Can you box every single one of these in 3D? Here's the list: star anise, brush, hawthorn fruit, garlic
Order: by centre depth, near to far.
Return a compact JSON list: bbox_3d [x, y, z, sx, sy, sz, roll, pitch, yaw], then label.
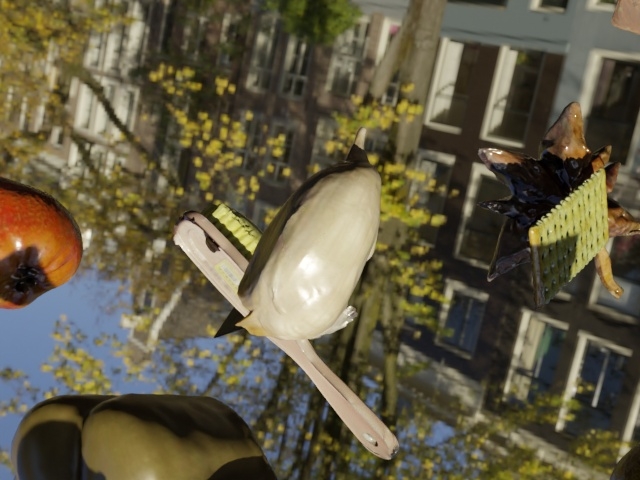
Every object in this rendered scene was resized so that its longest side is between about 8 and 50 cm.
[{"bbox_3d":[-0.004,-0.002,0.560,0.066,0.152,0.084,26,-171,-44],"label":"garlic"},{"bbox_3d":[-0.018,0.082,0.865,0.313,0.067,0.072,49,154,-1],"label":"brush"},{"bbox_3d":[-0.456,-0.017,1.264,0.196,0.196,0.225,-1,-137,-50],"label":"hawthorn fruit"},{"bbox_3d":[0.402,-0.051,1.464,0.292,0.349,0.109,-5,-160,0],"label":"star anise"}]

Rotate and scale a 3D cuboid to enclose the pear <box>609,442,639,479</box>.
[{"bbox_3d":[0.530,0.399,1.335,0.197,0.197,0.197,11,-170,-2],"label":"pear"}]

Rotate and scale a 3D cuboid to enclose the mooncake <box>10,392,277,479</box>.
[{"bbox_3d":[-0.275,0.440,1.284,0.467,0.467,0.262,19,-174,35],"label":"mooncake"}]

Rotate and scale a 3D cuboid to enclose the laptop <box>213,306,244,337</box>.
[{"bbox_3d":[-0.099,0.128,1.675,0.197,0.016,0.135,-20,-162,26],"label":"laptop"}]

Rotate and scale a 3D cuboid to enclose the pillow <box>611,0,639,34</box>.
[{"bbox_3d":[0.555,-0.337,1.270,0.248,0.135,0.049,20,-140,18],"label":"pillow"}]

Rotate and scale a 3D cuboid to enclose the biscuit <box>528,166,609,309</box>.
[{"bbox_3d":[0.375,-0.005,1.326,0.016,0.139,0.231,11,-148,40],"label":"biscuit"}]
